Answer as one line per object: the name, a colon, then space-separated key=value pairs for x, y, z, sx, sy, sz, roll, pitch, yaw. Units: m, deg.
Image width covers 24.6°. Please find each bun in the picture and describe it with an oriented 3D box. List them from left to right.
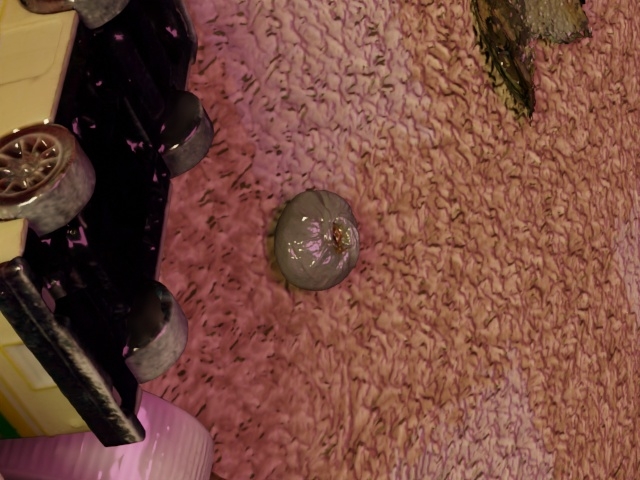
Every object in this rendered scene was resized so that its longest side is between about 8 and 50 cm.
bun: x=0.000 y=0.000 z=1.131 sx=0.083 sy=0.045 sz=0.083 roll=15 pitch=69 yaw=-45

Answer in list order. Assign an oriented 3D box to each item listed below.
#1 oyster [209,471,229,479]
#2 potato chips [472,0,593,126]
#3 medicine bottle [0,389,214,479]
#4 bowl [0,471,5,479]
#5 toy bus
oyster: x=-0.115 y=0.305 z=0.907 sx=0.129 sy=0.078 sz=0.345 roll=27 pitch=61 yaw=-22
potato chips: x=0.208 y=-0.227 z=1.467 sx=0.202 sy=0.029 sz=0.220 roll=48 pitch=46 yaw=-34
medicine bottle: x=-0.158 y=0.219 z=0.789 sx=0.165 sy=0.165 sz=0.273 roll=39 pitch=52 yaw=-41
bowl: x=-0.268 y=0.134 z=0.633 sx=0.277 sy=0.145 sz=0.277 roll=-7 pitch=114 yaw=-16
toy bus: x=-0.168 y=-0.044 z=0.783 sx=0.143 sy=0.179 sz=0.305 roll=63 pitch=23 yaw=-45
